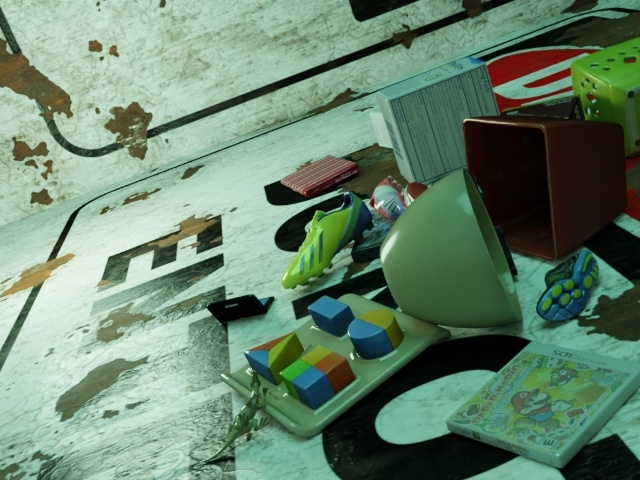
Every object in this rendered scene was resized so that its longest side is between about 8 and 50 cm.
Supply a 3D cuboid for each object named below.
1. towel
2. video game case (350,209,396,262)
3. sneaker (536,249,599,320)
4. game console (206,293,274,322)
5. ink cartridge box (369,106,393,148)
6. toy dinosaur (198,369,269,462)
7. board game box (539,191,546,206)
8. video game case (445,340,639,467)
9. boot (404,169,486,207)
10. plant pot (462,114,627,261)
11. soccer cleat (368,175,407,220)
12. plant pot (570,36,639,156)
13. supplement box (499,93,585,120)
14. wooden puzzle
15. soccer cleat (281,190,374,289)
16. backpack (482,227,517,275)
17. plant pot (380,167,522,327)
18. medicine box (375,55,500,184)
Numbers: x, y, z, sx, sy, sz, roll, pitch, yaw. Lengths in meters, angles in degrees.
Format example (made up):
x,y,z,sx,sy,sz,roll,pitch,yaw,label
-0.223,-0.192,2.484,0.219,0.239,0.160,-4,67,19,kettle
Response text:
x,y,z,sx,sy,sz,roll,pitch,yaw,label
-0.005,-0.206,2.691,0.198,0.031,0.275,-27,19,-12,towel
0.223,-0.042,2.042,0.274,0.035,0.248,-14,21,18,video game case
0.428,0.086,1.496,0.078,0.067,0.188,-31,9,48,sneaker
-0.180,0.139,1.922,0.122,0.107,0.071,-14,49,19,game console
0.331,-0.381,2.670,0.223,0.129,0.307,-27,21,-18,ink cartridge box
-0.130,0.308,1.444,0.183,0.053,0.092,-61,15,-25,toy dinosaur
0.493,-0.135,2.014,0.160,0.039,0.211,-3,25,39,board game box
0.331,0.231,1.249,0.227,0.026,0.206,-34,24,-31,video game case
0.270,-0.102,1.835,0.088,0.176,0.244,-11,39,-24,boot
0.477,-0.136,1.752,0.235,0.267,0.267,-15,17,-23,plant pot
0.179,-0.078,2.041,0.095,0.083,0.248,-50,23,11,soccer cleat
0.756,-0.335,2.023,0.228,0.227,0.207,-21,27,-2,plant pot
0.519,-0.240,2.014,0.191,0.129,0.194,-9,22,29,supplement box
0.014,0.197,1.565,0.347,0.081,0.322,-29,22,-23,wooden puzzle
0.000,0.000,1.974,0.289,0.121,0.093,-43,14,-22,soccer cleat
0.312,0.035,1.665,0.114,0.105,0.084,-19,-2,3,backpack
0.216,0.037,1.504,0.191,0.284,0.284,-21,19,15,plant pot
0.335,-0.326,2.327,0.289,0.264,0.149,-21,20,-2,medicine box
